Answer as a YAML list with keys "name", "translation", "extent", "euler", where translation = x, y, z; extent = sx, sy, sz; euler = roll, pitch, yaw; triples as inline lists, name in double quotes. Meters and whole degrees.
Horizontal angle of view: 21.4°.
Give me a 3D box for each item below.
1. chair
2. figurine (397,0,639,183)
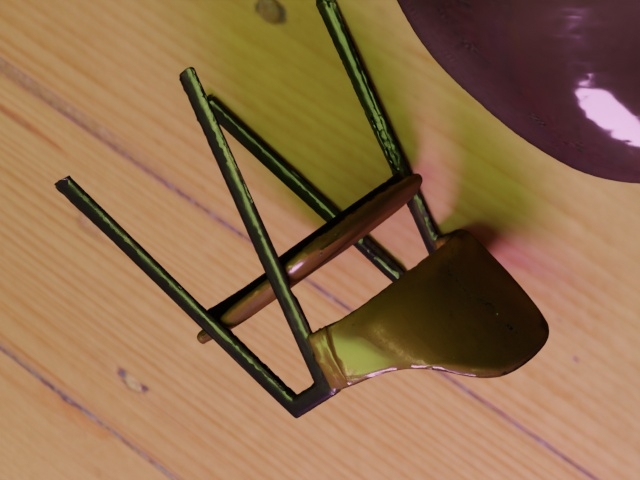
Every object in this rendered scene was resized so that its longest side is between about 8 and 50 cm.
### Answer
- name: "chair"
  translation: [0.000, 0.000, 1.022]
  extent: [0.172, 0.158, 0.247]
  euler: [-34, 91, 41]
- name: "figurine"
  translation: [0.149, -0.143, 0.704]
  extent: [0.206, 0.365, 0.218]
  euler: [14, 106, 13]
